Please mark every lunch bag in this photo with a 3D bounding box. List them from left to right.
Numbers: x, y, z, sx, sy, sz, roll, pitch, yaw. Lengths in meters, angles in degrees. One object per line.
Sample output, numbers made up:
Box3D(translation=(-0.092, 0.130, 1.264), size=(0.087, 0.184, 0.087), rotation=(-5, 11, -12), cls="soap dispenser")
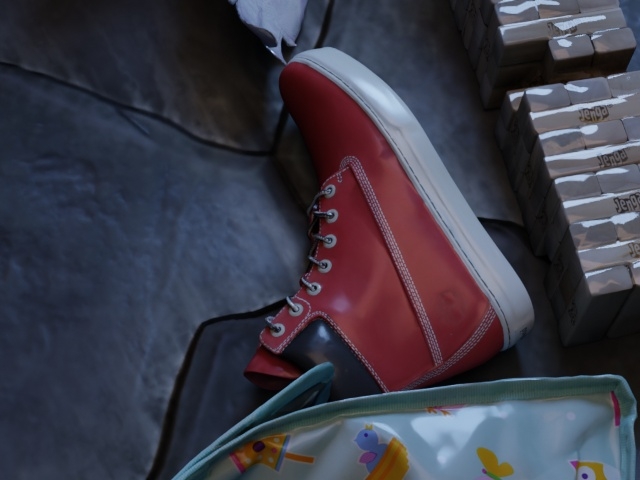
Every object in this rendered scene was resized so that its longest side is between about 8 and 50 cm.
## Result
Box3D(translation=(0.026, 0.163, 0.976), size=(0.262, 0.223, 0.160), rotation=(-2, 72, -7), cls="lunch bag")

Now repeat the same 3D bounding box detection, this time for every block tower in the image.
Box3D(translation=(0.165, -0.101, 1.200), size=(0.091, 0.097, 0.335), rotation=(-10, 66, -10), cls="block tower")

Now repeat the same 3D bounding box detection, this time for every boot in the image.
Box3D(translation=(0.000, 0.000, 1.139), size=(0.176, 0.088, 0.244), rotation=(-28, 72, -16), cls="boot")

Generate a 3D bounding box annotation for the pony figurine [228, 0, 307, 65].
Box3D(translation=(-0.093, -0.337, 1.224), size=(0.364, 0.302, 0.351), rotation=(8, 53, 16), cls="pony figurine")
